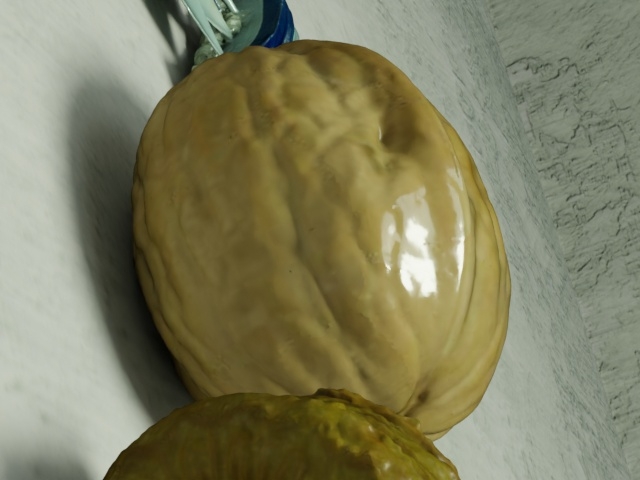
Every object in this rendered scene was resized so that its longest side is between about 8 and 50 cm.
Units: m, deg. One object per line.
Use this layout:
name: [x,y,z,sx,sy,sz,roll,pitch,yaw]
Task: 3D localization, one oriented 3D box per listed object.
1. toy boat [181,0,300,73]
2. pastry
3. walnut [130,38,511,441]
toy boat: [-0.089,-0.215,1.197,0.291,0.070,0.210,66,12,-3]
pastry: [-0.019,0.154,0.713,0.103,0.189,0.188,16,54,-64]
walnut: [0.000,0.000,0.943,0.225,0.225,0.261,42,25,-61]
